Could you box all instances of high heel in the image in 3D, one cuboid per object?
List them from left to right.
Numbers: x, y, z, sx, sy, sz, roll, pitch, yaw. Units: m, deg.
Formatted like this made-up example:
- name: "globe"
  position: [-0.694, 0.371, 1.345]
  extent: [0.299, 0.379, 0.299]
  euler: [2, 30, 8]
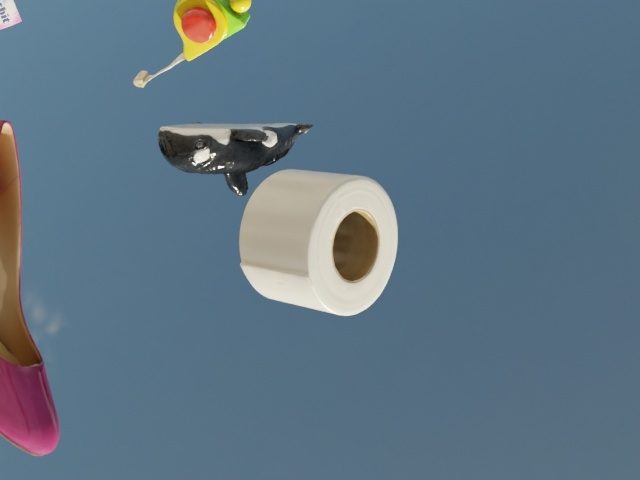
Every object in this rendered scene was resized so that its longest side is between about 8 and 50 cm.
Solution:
- name: "high heel"
  position: [-0.358, 0.052, 1.054]
  extent: [0.181, 0.127, 0.377]
  euler: [-31, -91, 7]

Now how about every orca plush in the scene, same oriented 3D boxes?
- name: "orca plush"
  position: [-0.125, -0.119, 1.346]
  extent: [0.151, 0.287, 0.102]
  euler: [8, -78, 22]

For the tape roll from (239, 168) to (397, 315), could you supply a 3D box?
- name: "tape roll"
  position: [0.000, 0.000, 1.629]
  extent: [0.169, 0.246, 0.246]
  euler: [9, -114, 41]

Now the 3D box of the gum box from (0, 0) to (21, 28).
- name: "gum box"
  position: [-0.492, -0.340, 1.261]
  extent: [0.107, 0.062, 0.188]
  euler: [-26, -139, -15]

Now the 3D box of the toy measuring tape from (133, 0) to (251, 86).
- name: "toy measuring tape"
  position: [-0.274, -0.417, 1.810]
  extent: [0.330, 0.121, 0.121]
  euler: [-23, -130, 31]
